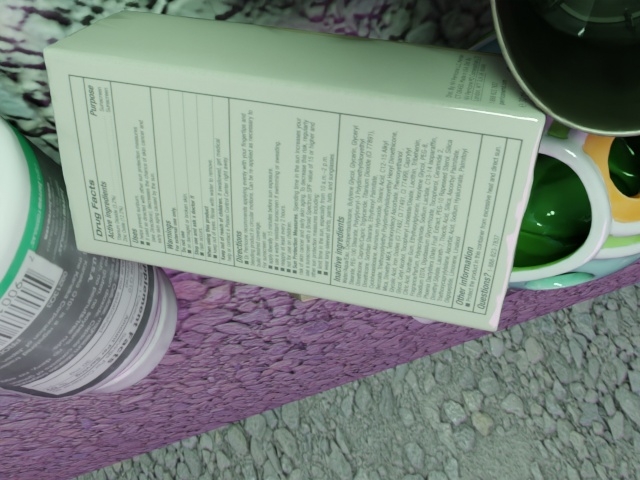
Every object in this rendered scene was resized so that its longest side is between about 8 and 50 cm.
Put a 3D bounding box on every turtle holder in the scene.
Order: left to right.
[{"bbox_3d":[0.167,-0.073,0.630,0.320,0.244,0.227,11,-147,25],"label":"turtle holder"}]

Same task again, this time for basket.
[{"bbox_3d":[0.188,-0.188,0.429,0.154,0.205,0.227,16,-155,9],"label":"basket"}]

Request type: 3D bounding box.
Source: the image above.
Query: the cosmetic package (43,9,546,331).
[{"bbox_3d":[-0.015,-0.055,0.489,0.309,0.113,0.160,12,124,11],"label":"cosmetic package"}]

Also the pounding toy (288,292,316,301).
[{"bbox_3d":[0.000,0.000,0.910,0.130,0.141,0.100,-12,-173,-17],"label":"pounding toy"}]

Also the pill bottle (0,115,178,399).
[{"bbox_3d":[-0.273,0.035,0.642,0.204,0.204,0.361,-19,159,2],"label":"pill bottle"}]

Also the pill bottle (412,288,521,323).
[{"bbox_3d":[0.257,0.020,1.120,0.278,0.162,0.162,-31,156,32],"label":"pill bottle"}]
